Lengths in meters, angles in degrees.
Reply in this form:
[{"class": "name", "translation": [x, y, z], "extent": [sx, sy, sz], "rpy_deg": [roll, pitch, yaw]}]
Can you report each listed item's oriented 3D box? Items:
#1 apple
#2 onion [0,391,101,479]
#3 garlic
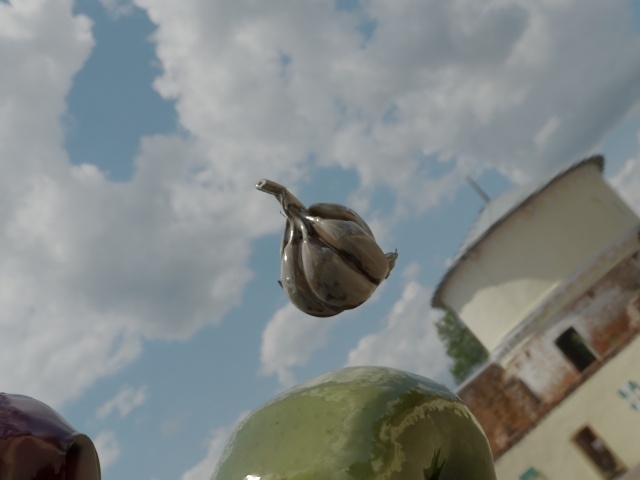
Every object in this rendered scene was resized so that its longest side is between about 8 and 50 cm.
[{"class": "apple", "translation": [0.048, 0.418, 1.559], "extent": [0.473, 0.474, 0.474], "rpy_deg": [-35, -19, -14]}, {"class": "onion", "translation": [-0.560, 0.394, 1.479], "extent": [0.398, 0.420, 0.399], "rpy_deg": [19, -90, -77]}, {"class": "garlic", "translation": [0.000, 0.000, 1.162], "extent": [0.131, 0.194, 0.127], "rpy_deg": [-30, 16, 28]}]
